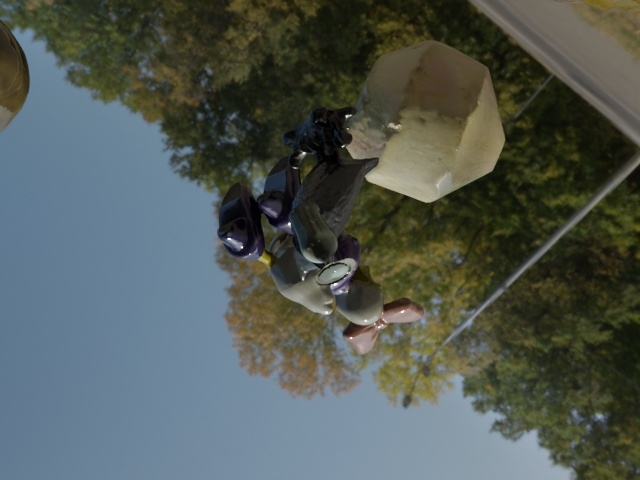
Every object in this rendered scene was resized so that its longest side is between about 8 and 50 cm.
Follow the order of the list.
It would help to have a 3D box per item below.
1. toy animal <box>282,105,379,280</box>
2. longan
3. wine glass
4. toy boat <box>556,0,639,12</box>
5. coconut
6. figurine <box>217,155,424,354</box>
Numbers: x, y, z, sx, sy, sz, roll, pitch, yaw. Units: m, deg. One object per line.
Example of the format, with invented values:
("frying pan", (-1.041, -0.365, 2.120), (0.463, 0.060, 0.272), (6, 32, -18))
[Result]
("toy animal", (0.013, -0.052, 0.845), (0.117, 0.121, 0.210), (7, -103, -30))
("longan", (-0.271, -0.116, 0.485), (0.106, 0.119, 0.106), (-18, -90, -89))
("wine glass", (0.000, 0.000, 0.643), (0.039, 0.042, 0.083), (12, -139, -41))
("toy boat", (0.118, -0.166, 0.322), (0.115, 0.089, 0.310), (11, -166, 44))
("coconut", (0.237, -0.252, 1.472), (0.353, 0.352, 0.352), (34, -160, -15))
("figurine", (0.011, 0.046, 1.067), (0.421, 0.154, 0.193), (37, -156, -51))
